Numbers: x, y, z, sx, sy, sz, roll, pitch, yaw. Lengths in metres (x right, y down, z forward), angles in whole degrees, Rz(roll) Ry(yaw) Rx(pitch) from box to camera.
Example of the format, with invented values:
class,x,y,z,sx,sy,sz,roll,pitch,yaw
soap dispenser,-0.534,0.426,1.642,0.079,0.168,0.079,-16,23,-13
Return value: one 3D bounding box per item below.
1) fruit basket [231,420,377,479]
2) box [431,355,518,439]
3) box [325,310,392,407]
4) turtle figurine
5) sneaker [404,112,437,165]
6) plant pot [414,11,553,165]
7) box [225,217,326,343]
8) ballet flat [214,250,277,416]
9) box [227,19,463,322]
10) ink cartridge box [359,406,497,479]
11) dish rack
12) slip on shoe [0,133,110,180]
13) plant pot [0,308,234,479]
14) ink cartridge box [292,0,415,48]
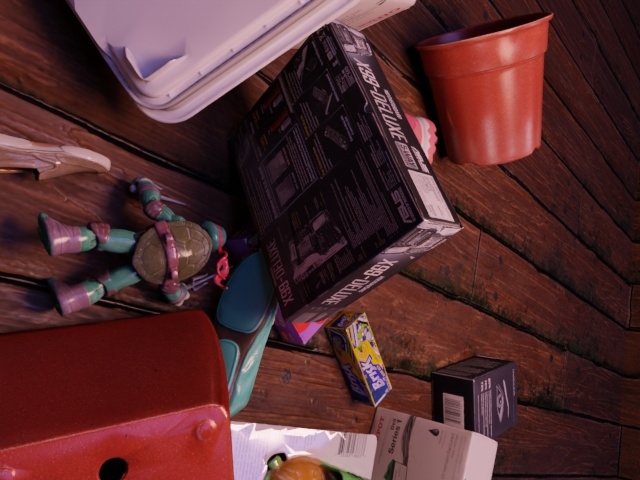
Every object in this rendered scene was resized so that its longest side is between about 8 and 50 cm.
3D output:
class,x,y,z,sx,sy,sz,roll,pitch,yaw
fruit basket,-0.081,0.433,0.703,0.353,0.165,0.327,14,71,-22
box,0.355,0.361,1.132,0.207,0.108,0.153,0,89,-45
box,0.071,0.214,0.898,0.059,0.054,0.169,-35,112,-39
turtle figurine,-0.203,0.007,0.605,0.234,0.118,0.175,-14,98,-38
sneaker,0.141,-0.121,0.929,0.136,0.116,0.314,20,54,-26
plant pot,0.360,-0.318,1.070,0.272,0.272,0.265,-36,121,-39
box,0.000,0.000,0.834,0.293,0.057,0.201,-43,117,-36
ballet flat,-0.110,0.133,0.704,0.087,0.083,0.247,36,72,-70
box,0.006,-0.083,0.634,0.076,0.242,0.308,5,55,-44
ink cartridge box,0.185,0.407,0.891,0.092,0.219,0.160,33,66,-35
dish rack,-0.134,-0.316,0.521,0.286,0.332,0.072,58,13,-9
slip on shoe,-0.304,-0.084,0.545,0.135,0.051,0.041,9,77,-41
plant pot,-0.201,0.226,0.465,0.267,0.235,0.268,-4,92,-27
ink cartridge box,-0.014,-0.360,0.703,0.273,0.198,0.115,-31,107,-52
